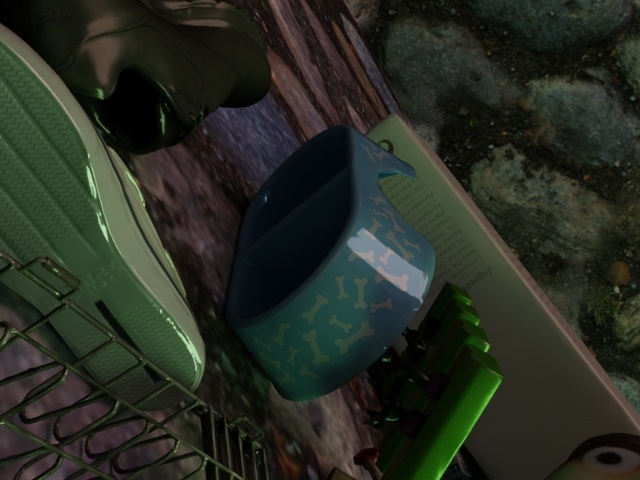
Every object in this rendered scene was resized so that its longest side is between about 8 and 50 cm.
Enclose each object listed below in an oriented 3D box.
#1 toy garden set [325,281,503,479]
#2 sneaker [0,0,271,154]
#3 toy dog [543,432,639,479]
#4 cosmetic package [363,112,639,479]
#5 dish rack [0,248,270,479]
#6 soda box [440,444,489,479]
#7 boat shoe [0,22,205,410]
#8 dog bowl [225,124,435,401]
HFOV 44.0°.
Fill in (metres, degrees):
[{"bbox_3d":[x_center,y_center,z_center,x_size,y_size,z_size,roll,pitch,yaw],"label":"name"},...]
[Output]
[{"bbox_3d":[0.040,0.132,0.553,0.049,0.203,0.244,30,9,2],"label":"toy garden set"},{"bbox_3d":[-0.122,-0.122,0.596,0.286,0.109,0.130,1,69,-63],"label":"sneaker"},{"bbox_3d":[0.335,0.332,0.624,0.408,0.284,0.395,46,-26,5],"label":"toy dog"},{"bbox_3d":[0.179,0.087,0.934,0.453,0.161,0.230,54,12,12],"label":"cosmetic package"},{"bbox_3d":[-0.090,0.125,0.308,0.271,0.074,0.208,50,21,-44],"label":"dish rack"},{"bbox_3d":[0.155,0.260,0.899,0.183,0.058,0.063,39,27,-54],"label":"soda box"},{"bbox_3d":[-0.133,-0.011,0.407,0.076,0.083,0.226,-114,-179,-63],"label":"boat shoe"},{"bbox_3d":[0.000,0.000,0.659,0.074,0.166,0.297,44,21,-22],"label":"dog bowl"}]
